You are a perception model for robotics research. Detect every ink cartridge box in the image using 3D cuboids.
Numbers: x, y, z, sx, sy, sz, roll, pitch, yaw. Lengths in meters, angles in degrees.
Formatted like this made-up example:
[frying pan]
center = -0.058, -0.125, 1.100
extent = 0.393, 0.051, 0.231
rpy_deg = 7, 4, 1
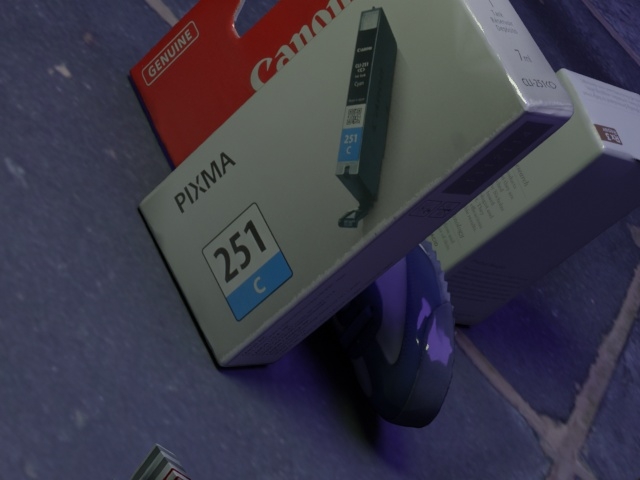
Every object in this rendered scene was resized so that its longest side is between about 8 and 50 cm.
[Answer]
[ink cartridge box]
center = -0.011, -0.101, 1.194
extent = 0.066, 0.296, 0.261
rpy_deg = 2, 53, -52

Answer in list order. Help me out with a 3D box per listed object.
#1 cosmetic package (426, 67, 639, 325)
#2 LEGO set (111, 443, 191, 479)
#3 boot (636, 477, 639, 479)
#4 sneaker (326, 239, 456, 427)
[cosmetic package]
center = 0.151, -0.029, 1.392
extent = 0.117, 0.231, 0.085
rpy_deg = 11, 47, -49
[LEGO set]
center = -0.030, 0.255, 0.851
extent = 0.331, 0.255, 0.192
rpy_deg = 27, 6, -24
[boot]
center = 0.352, 0.215, 1.465
extent = 0.197, 0.152, 0.073
rpy_deg = 22, 40, -39
[sneaker]
center = 0.000, 0.000, 1.311
extent = 0.131, 0.112, 0.319
rpy_deg = 6, 47, -29
